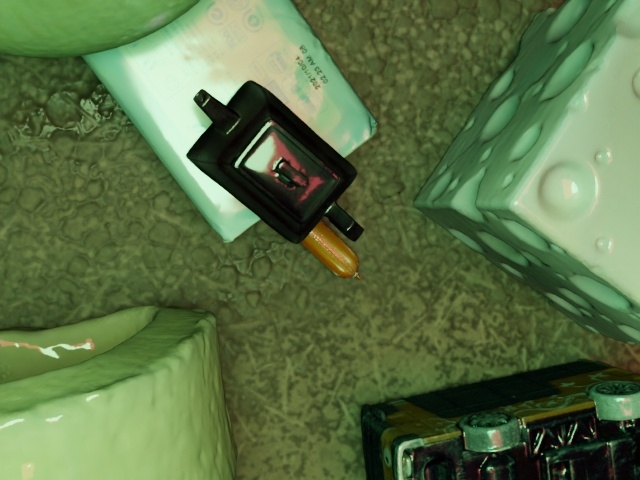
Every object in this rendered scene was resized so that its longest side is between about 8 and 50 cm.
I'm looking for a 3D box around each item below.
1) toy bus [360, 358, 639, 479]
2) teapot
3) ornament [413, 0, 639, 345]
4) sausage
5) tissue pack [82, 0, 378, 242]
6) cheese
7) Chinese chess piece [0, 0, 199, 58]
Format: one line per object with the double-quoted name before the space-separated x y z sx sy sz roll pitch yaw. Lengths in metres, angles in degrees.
"toy bus" 0.179 0.201 0.768 0.275 0.167 0.139 -9 95 -16
"teapot" -0.031 -0.057 0.658 0.177 0.096 0.087 40 89 -17
"ornament" 0.270 -0.062 0.732 0.239 0.239 0.240 34 86 -11
"sausage" 0.000 0.000 0.786 0.107 0.031 0.031 41 84 -10
"tissue pack" -0.094 -0.154 0.731 0.177 0.089 0.263 -37 102 -5
"cheese" -0.216 0.149 0.616 0.292 0.332 0.153 -7 95 15
"Chinese chess piece" -0.203 -0.310 0.605 0.349 0.146 0.350 -2 79 10
